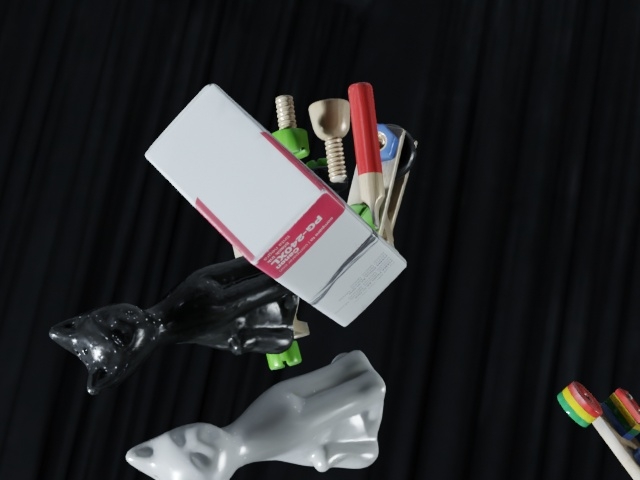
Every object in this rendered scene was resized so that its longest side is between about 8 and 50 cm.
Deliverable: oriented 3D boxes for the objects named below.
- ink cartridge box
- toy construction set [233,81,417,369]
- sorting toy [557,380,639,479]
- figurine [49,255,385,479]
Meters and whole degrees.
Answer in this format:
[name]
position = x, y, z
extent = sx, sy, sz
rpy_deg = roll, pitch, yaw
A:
[ink cartridge box]
position = -0.024, -0.017, 0.888
extent = 0.109, 0.063, 0.150
rpy_deg = 43, -179, 28
[toy construction set]
position = 0.000, 0.000, 1.469
extent = 0.257, 0.237, 0.309
rpy_deg = -4, 167, -15
[sorting toy]
position = 0.369, 0.228, 1.587
extent = 0.046, 0.132, 0.274
rpy_deg = -45, 143, 16
[figurine]
position = -0.082, 0.115, 1.159
extent = 0.209, 0.215, 0.092
rpy_deg = -16, 143, -32
